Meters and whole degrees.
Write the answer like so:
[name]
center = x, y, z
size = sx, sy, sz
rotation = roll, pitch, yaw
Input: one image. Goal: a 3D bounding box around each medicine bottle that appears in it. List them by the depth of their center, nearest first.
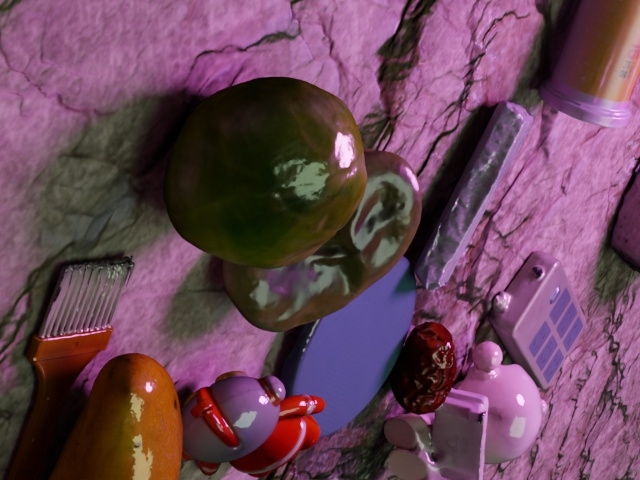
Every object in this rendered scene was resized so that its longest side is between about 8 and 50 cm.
[medicine bottle]
center = 0.359, -0.333, 1.695
size = 0.108, 0.108, 0.426
rotation = -14, 129, -54

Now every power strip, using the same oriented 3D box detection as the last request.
[power strip]
center = 0.291, 0.107, 2.097
size = 0.118, 0.046, 0.270
rotation = -54, 152, -9

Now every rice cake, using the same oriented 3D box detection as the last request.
[rice cake]
center = 0.166, -0.049, 1.715
size = 0.226, 0.040, 0.085
rotation = -62, 171, 2

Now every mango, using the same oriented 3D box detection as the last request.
[mango]
center = -0.173, 0.208, 1.329
size = 0.157, 0.109, 0.262
rotation = -63, 179, -64

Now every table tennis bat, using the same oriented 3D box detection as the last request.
[table tennis bat]
center = 0.030, 0.086, 1.648
size = 0.215, 0.044, 0.329
rotation = -45, 152, -25

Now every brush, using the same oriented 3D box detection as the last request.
[brush]
center = -0.231, 0.153, 1.310
size = 0.090, 0.017, 0.314
rotation = -6, 123, -54

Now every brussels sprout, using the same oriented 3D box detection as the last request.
[brussels sprout]
center = -0.038, -0.055, 1.277
size = 0.181, 0.144, 0.161
rotation = -11, 124, -57

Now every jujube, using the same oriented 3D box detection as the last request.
[jujube]
center = 0.118, 0.142, 1.805
size = 0.077, 0.077, 0.129
rotation = -40, 155, -32

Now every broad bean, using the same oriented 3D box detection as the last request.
[broad bean]
center = 0.001, 0.001, 1.452
size = 0.207, 0.072, 0.153
rotation = -40, 118, -11

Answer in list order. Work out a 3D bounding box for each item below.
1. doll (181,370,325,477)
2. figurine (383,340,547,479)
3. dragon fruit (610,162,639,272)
[doll]
center = -0.075, 0.180, 1.520
size = 0.142, 0.076, 0.245
rotation = -34, 154, 7
[figurine]
center = 0.200, 0.219, 1.966
size = 0.257, 0.145, 0.181
rotation = -26, 104, -56
[dragon fruit]
center = 0.556, -0.021, 2.238
size = 0.221, 0.204, 0.283
rotation = -60, 152, 4
